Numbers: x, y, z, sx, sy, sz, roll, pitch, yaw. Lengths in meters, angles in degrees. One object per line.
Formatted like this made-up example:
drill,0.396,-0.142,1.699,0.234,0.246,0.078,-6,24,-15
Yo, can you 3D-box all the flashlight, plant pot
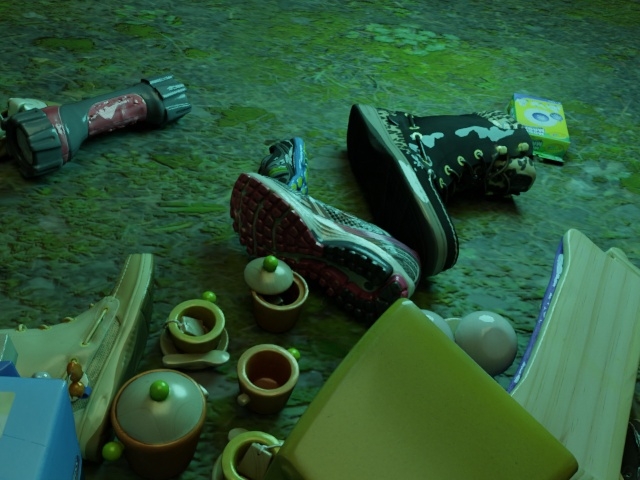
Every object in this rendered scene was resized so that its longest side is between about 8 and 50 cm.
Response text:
flashlight,-0.349,-0.194,1.081,0.304,0.103,0.103,-28,16,-39
plant pot,0.055,0.222,0.603,0.212,0.212,0.187,44,48,20

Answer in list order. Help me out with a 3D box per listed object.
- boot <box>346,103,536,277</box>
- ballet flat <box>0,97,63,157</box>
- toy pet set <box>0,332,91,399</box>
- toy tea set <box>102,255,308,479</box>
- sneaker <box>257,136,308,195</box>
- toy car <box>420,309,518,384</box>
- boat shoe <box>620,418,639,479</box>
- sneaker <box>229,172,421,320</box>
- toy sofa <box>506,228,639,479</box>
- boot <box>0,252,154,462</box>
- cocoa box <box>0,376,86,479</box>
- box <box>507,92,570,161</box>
boot,0.218,-0.102,1.078,0.284,0.138,0.377,-4,39,-16
ballet flat,-0.490,-0.182,1.050,0.080,0.073,0.232,23,43,15
toy pet set,-0.287,0.142,0.609,0.122,0.114,0.065,-4,46,-6
toy tea set,-0.107,0.131,0.758,0.199,0.124,0.336,9,43,-2
sneaker,-0.062,-0.094,1.066,0.078,0.067,0.188,-8,43,10
toy car,0.141,0.155,0.791,0.181,0.159,0.136,2,78,-10
boat shoe,0.339,0.289,0.718,0.073,0.080,0.224,15,47,-4
sneaker,0.000,0.000,0.938,0.299,0.121,0.112,33,37,13
toy sofa,0.281,0.163,0.764,0.177,0.150,0.363,36,46,3
boot,-0.307,0.109,0.760,0.203,0.095,0.262,10,52,-2
cocoa box,-0.316,0.293,0.462,0.231,0.228,0.347,4,43,-8
box,0.430,-0.223,1.316,0.105,0.043,0.179,12,44,1
